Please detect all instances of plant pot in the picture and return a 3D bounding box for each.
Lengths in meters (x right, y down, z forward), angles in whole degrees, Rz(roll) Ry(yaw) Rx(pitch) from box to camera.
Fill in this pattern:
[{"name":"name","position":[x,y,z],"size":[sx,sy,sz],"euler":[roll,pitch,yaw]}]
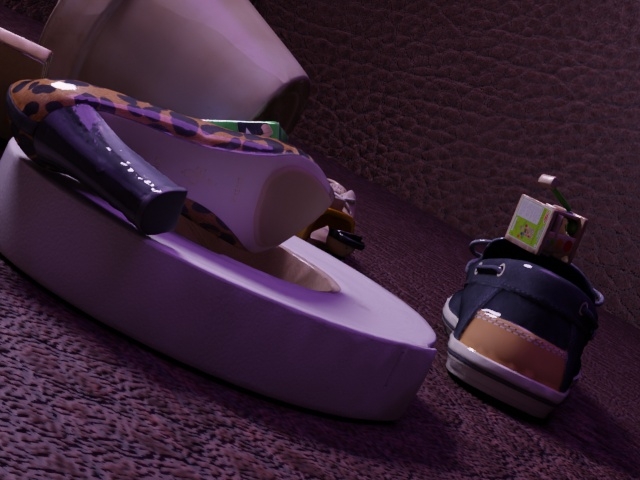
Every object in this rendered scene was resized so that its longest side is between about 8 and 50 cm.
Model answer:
[{"name":"plant pot","position":[-0.179,-0.222,1.695],"size":[0.280,0.323,0.323],"euler":[38,9,11]}]

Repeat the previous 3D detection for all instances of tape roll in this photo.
[{"name":"tape roll","position":[-0.088,0.026,1.040],"size":[0.392,0.072,0.392],"euler":[26,7,-3]}]

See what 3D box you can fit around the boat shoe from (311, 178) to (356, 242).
[{"name":"boat shoe","position":[-0.003,-0.035,1.690],"size":[0.109,0.098,0.302],"euler":[26,7,-1]}]

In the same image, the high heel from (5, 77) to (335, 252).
[{"name":"high heel","position":[-0.110,-0.072,0.979],"size":[0.186,0.093,0.261],"euler":[37,20,28]}]

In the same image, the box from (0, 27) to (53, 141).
[{"name":"box","position":[-0.392,-0.190,1.343],"size":[0.201,0.021,0.164],"euler":[25,-35,-5]}]

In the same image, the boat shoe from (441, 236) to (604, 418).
[{"name":"boat shoe","position":[0.241,0.084,1.475],"size":[0.186,0.156,0.500],"euler":[25,5,8]}]

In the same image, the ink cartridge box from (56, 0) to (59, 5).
[{"name":"ink cartridge box","position":[-0.353,-0.286,2.069],"size":[0.212,0.154,0.093],"euler":[28,9,8]}]

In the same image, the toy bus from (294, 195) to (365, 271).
[{"name":"toy bus","position":[-0.012,-0.006,1.417],"size":[0.202,0.104,0.191],"euler":[24,7,-11]}]

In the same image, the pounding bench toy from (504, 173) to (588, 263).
[{"name":"pounding bench toy","position":[0.251,-0.025,1.350],"size":[0.065,0.083,0.052],"euler":[13,12,-38]}]

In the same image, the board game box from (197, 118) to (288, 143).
[{"name":"board game box","position":[-0.147,-0.107,1.419],"size":[0.213,0.046,0.317],"euler":[2,2,1]}]
